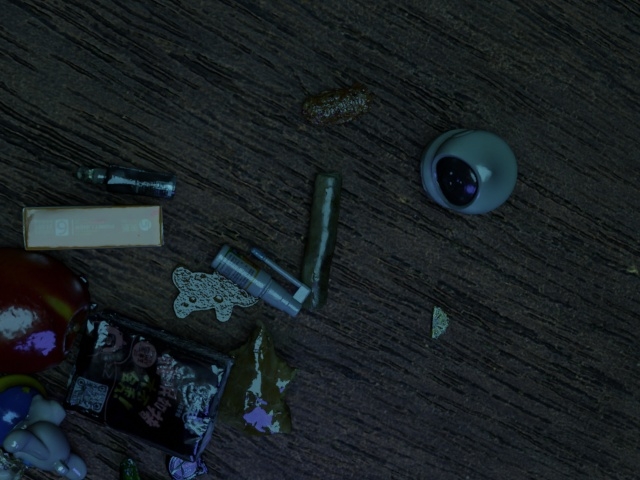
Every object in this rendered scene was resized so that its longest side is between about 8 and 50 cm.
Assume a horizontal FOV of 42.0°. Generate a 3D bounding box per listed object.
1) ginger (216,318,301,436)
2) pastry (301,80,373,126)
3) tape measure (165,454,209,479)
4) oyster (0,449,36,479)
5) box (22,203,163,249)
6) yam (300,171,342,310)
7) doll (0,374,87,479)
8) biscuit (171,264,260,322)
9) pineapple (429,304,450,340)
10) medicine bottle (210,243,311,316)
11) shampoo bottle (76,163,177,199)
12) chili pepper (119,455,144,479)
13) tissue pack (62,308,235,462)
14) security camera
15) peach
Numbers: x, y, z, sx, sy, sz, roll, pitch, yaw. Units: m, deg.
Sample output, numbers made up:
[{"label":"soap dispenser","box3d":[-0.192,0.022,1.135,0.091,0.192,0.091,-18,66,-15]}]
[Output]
[{"label":"ginger","box3d":[-0.152,0.306,1.867,0.218,0.123,0.270,1,91,5]},{"label":"pastry","box3d":[0.043,-0.302,1.865,0.169,0.063,0.087,-18,97,-8]},{"label":"tape measure","box3d":[-0.304,0.502,1.893,0.094,0.054,0.091,-11,97,-16]},{"label":"oyster","box3d":[-0.715,0.501,1.811,0.191,0.081,0.163,6,120,-27]},{"label":"box","box3d":[-0.458,-0.029,1.719,0.273,0.221,0.091,-1,93,-13]},{"label":"yam","box3d":[0.000,0.000,1.889,0.071,0.067,0.317,9,97,18]},{"label":"doll","box3d":[-0.596,0.396,1.768,0.160,0.242,0.311,-60,145,-24]},{"label":"biscuit","box3d":[-0.230,0.116,1.872,0.205,0.031,0.138,-3,85,-11]},{"label":"pineapple","box3d":[0.285,0.197,1.993,0.045,0.019,0.083,7,92,-9]},{"label":"medicine bottle","box3d":[-0.130,0.081,1.850,0.220,0.061,0.092,36,79,-7]},{"label":"shampoo bottle","box3d":[-0.416,-0.130,1.794,0.207,0.063,0.057,7,84,-12]},{"label":"chili pepper","box3d":[-0.336,0.577,1.876,0.278,0.122,0.065,29,51,-10]},{"label":"tissue pack","box3d":[-0.371,0.313,1.798,0.332,0.123,0.245,20,97,5]},{"label":"security camera","box3d":[0.339,-0.155,1.854,0.194,0.236,0.195,-2,98,-13]},{"label":"peach","box3d":[-0.657,0.137,1.706,0.361,0.201,0.258,23,92,-13]}]
